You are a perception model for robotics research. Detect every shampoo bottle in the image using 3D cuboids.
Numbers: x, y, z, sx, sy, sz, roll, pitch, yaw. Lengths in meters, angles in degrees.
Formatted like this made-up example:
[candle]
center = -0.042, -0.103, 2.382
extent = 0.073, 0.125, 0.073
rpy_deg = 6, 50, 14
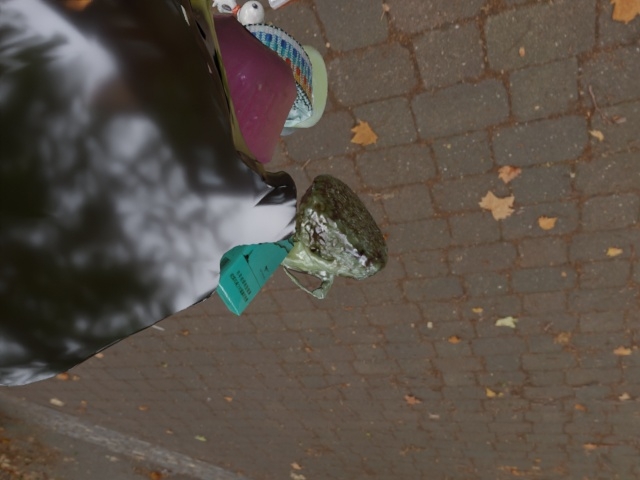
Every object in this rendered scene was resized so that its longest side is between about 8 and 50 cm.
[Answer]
[shampoo bottle]
center = -0.155, -0.521, 1.660
extent = 0.318, 0.322, 0.322
rpy_deg = 10, 143, 19

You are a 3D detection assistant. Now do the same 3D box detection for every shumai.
[shumai]
center = 0.000, 0.000, 1.628
extent = 0.348, 0.395, 0.395
rpy_deg = -33, 125, 23

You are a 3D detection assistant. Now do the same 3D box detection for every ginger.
[ginger]
center = -0.211, -0.082, 0.428
extent = 0.413, 0.211, 0.358
rpy_deg = -43, 144, 0

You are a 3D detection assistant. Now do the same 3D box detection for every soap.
[soap]
center = -0.160, -0.192, 0.685
extent = 0.128, 0.220, 0.325
rpy_deg = 24, -175, 20

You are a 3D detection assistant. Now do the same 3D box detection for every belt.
[belt]
center = -0.126, -0.379, 1.170
extent = 0.207, 0.149, 0.257
rpy_deg = -1, 162, 18

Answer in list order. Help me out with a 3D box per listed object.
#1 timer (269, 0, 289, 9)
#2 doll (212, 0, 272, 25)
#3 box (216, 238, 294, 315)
[timer]
center = -0.067, -0.753, 1.235
extent = 0.257, 0.161, 0.249
rpy_deg = 26, 145, 62
[doll]
center = -0.309, -0.865, 1.874
extent = 0.272, 0.144, 0.208
rpy_deg = 31, 159, 12
[box]
center = -0.153, 0.044, 1.138
extent = 0.042, 0.226, 0.160
rpy_deg = 25, 154, 25
